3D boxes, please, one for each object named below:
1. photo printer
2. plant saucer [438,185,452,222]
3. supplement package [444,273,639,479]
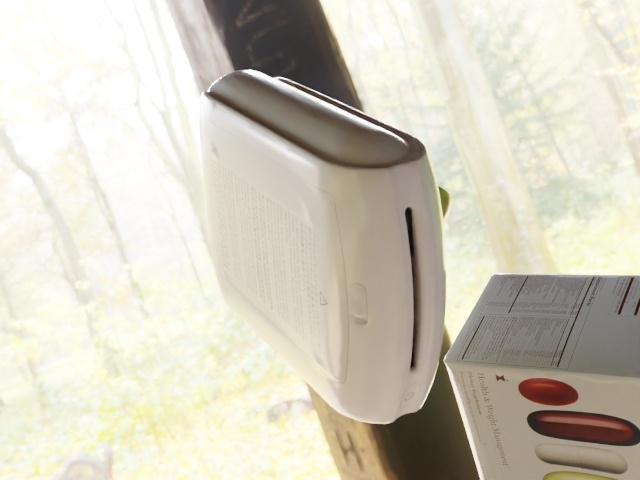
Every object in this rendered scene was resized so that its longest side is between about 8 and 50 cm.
[{"bbox_3d":[0.000,0.000,0.799,0.107,0.256,0.307,-16,28,-26],"label":"photo printer"},{"bbox_3d":[0.064,-0.018,1.211,0.241,0.037,0.241,-6,-21,-2],"label":"plant saucer"},{"bbox_3d":[0.257,0.150,0.850,0.203,0.194,0.149,-1,33,34],"label":"supplement package"}]
